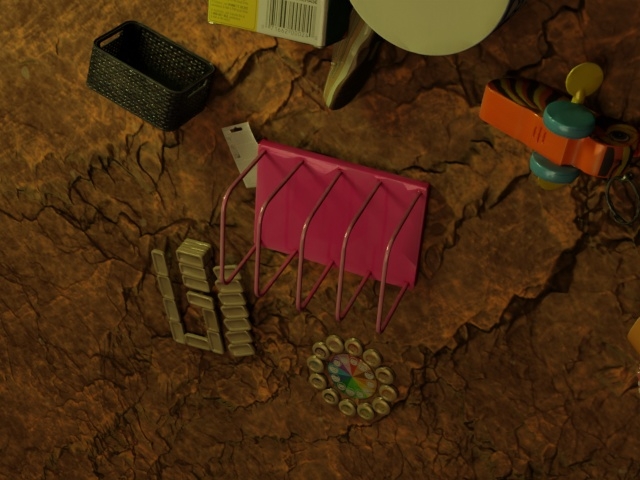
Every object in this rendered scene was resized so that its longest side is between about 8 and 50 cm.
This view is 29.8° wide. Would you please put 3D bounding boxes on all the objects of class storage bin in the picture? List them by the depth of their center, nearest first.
[{"bbox_3d":[-0.280,-0.271,1.979,0.180,0.122,0.084,30,131,13],"label":"storage bin"}]

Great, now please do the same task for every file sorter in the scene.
[{"bbox_3d":[0.000,0.000,1.918,0.291,0.182,0.202,16,127,15],"label":"file sorter"}]

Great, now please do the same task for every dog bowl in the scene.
[{"bbox_3d":[0.159,-0.390,1.633,0.265,0.104,0.265,16,126,23],"label":"dog bowl"}]

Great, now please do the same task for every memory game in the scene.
[{"bbox_3d":[0.056,0.251,2.182,0.186,0.012,0.186,17,127,24],"label":"memory game"}]

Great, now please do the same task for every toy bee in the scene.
[{"bbox_3d":[0.366,-0.131,1.663,0.298,0.162,0.195,59,145,20],"label":"toy bee"}]

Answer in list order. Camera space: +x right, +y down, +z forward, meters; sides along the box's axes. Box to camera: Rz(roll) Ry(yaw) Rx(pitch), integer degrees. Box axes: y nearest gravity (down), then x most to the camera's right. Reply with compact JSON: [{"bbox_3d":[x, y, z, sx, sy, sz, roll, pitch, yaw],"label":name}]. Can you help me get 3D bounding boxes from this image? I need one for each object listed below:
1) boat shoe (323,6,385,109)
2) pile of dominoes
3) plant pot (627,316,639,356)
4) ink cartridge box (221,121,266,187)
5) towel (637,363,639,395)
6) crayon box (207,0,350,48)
[{"bbox_3d":[0.045,-0.286,1.810,0.072,0.068,0.190,42,124,19],"label":"boat shoe"},{"bbox_3d":[-0.208,0.111,2.259,0.196,0.040,0.251,13,134,24],"label":"pile of dominoes"},{"bbox_3d":[0.546,0.155,1.698,0.188,0.205,0.205,43,134,22],"label":"plant pot"},{"bbox_3d":[-0.116,-0.147,2.019,0.063,0.029,0.115,-8,113,36],"label":"ink cartridge box"},{"bbox_3d":[0.573,0.271,1.858,0.144,0.029,0.197,0,119,30],"label":"towel"},{"bbox_3d":[-0.051,-0.454,1.718,0.202,0.081,0.318,17,117,24],"label":"crayon box"}]
